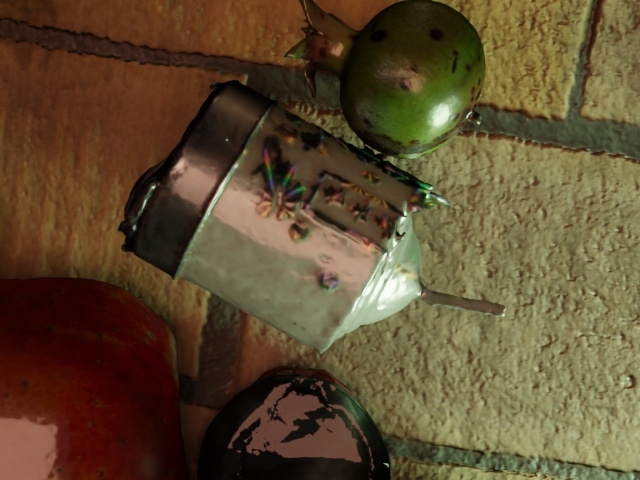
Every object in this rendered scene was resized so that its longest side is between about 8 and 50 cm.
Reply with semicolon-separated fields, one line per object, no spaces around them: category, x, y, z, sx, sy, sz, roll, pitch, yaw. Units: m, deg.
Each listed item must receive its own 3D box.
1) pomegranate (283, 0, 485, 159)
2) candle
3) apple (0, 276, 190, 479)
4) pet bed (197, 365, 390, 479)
pomegranate;0.061;-0.143;0.949;0.169;0.148;0.148;6;98;12
candle;0.000;0.000;0.944;0.330;0.187;0.187;29;98;-2
apple;-0.293;0.214;1.002;0.365;0.295;0.328;3;67;-1
pet bed;-0.025;0.225;1.044;0.201;0.053;0.201;0;97;3
